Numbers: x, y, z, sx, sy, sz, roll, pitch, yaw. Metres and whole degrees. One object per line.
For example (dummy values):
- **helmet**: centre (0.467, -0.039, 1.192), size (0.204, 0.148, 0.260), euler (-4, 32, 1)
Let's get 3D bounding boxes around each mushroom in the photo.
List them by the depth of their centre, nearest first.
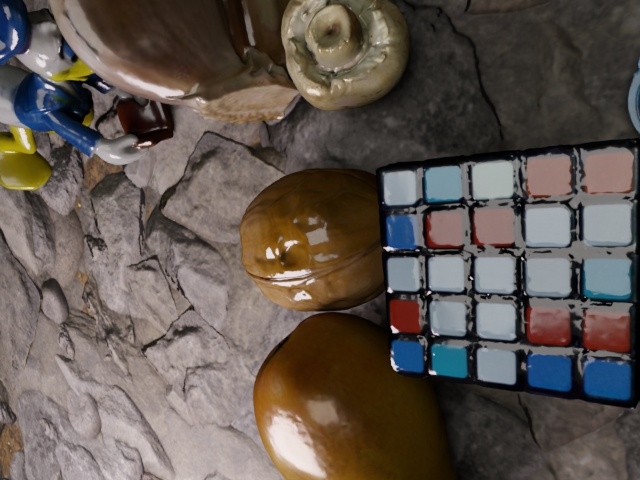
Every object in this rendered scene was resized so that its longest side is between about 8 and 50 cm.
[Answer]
- **mushroom**: centre (0.025, -0.215, 0.479), size (0.148, 0.112, 0.147), euler (1, 94, 20)

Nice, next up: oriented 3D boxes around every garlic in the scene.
- **garlic**: centre (-0.164, -0.287, 0.515), size (0.132, 0.279, 0.324), euler (-13, 100, 64)

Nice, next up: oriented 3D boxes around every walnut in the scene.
- **walnut**: centre (0.000, 0.000, 0.500), size (0.207, 0.167, 0.167), euler (-10, 92, 32)

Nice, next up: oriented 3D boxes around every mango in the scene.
- **mango**: centre (0.047, 0.222, 0.486), size (0.212, 0.173, 0.317), euler (-12, 114, 43)

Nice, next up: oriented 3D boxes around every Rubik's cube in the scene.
- **Rubik's cube**: centre (0.170, 0.015, 0.393), size (0.184, 0.182, 0.186), euler (-4, 95, 28)

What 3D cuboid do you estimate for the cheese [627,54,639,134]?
- **cheese**: centre (0.363, -0.075, 0.358), size (0.106, 0.037, 0.256), euler (-42, 78, 28)

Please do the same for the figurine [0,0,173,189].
- **figurine**: centre (-0.361, -0.192, 0.612), size (0.284, 0.338, 0.204), euler (18, 72, -10)
